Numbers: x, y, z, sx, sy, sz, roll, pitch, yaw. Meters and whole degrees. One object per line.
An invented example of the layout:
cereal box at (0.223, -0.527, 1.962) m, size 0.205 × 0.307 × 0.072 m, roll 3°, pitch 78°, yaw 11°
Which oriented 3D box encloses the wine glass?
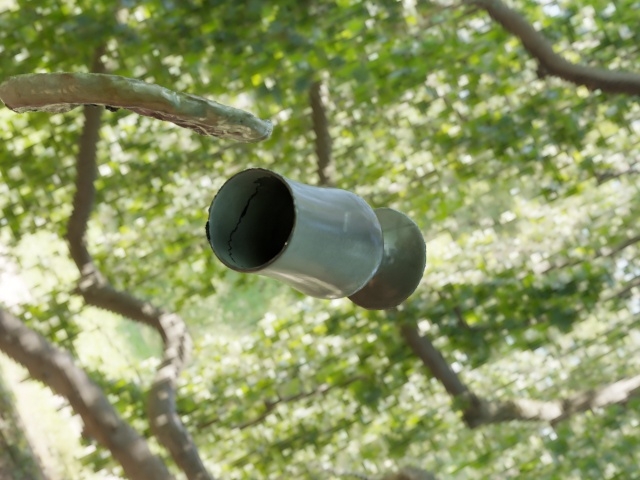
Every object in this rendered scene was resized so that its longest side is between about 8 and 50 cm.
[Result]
wine glass at (0.000, 0.000, 1.060) m, size 0.231 × 0.103 × 0.103 m, roll 18°, pitch 37°, yaw -57°

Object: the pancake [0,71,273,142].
pancake at (-0.087, -0.064, 0.569) m, size 0.116 × 0.130 × 0.022 m, roll -33°, pitch 131°, yaw -87°
